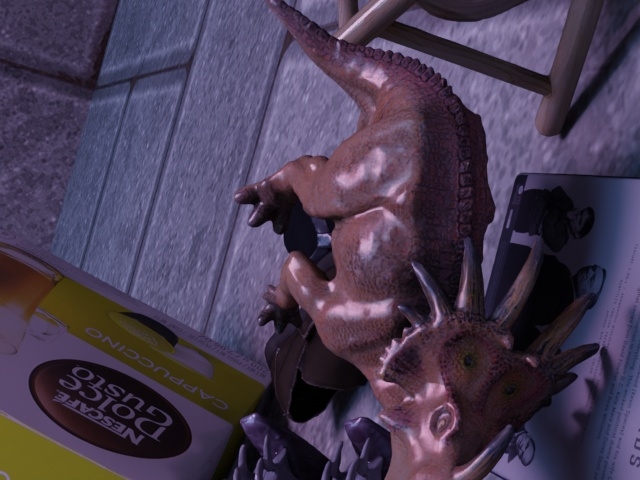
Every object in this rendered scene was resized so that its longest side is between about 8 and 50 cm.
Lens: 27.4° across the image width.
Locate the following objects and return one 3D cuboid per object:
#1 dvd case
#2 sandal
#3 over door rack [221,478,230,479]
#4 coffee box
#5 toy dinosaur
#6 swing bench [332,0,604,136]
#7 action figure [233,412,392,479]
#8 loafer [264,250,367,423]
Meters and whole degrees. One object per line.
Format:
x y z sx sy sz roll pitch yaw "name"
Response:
0.146 0.054 0.702 0.238 0.029 0.179 -167 92 -71 "dvd case"
0.000 0.001 1.123 0.254 0.054 0.097 -149 75 -71 "sandal"
-0.094 0.380 1.041 0.324 0.108 0.239 -81 14 -66 "over door rack"
-0.285 0.224 1.133 0.338 0.337 0.334 -65 -6 14 "coffee box"
0.052 -0.002 0.696 0.200 0.127 0.296 162 101 -66 "toy dinosaur"
0.123 -0.253 0.804 0.253 0.165 0.255 -93 26 -44 "swing bench"
-0.030 0.236 0.786 0.185 0.099 0.285 -15 35 31 "action figure"
0.023 0.074 0.986 0.220 0.080 0.078 123 146 -53 "loafer"
